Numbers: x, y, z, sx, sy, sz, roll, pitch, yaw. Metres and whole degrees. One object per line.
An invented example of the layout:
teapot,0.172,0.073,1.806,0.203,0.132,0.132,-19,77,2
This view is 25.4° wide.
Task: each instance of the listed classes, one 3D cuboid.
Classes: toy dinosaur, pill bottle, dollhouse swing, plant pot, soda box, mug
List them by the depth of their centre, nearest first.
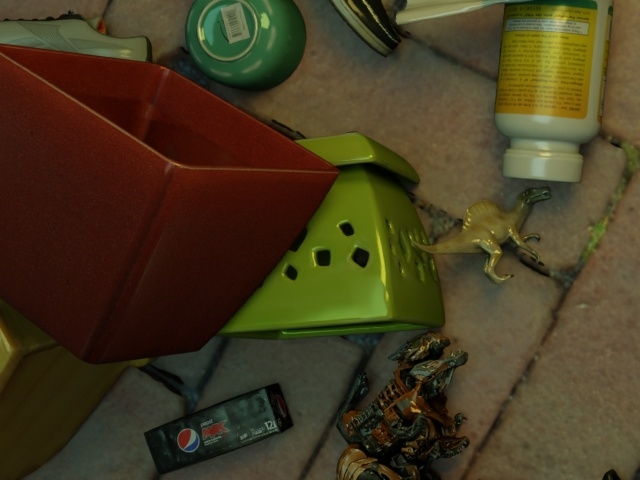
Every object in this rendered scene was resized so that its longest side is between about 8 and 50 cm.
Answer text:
plant pot,-0.190,-0.026,1.412,0.267,0.267,0.236,33,109,28
pill bottle,0.250,-0.169,1.538,0.117,0.117,0.208,6,94,17
plant pot,0.000,0.000,1.570,0.228,0.227,0.207,-6,83,19
toy dinosaur,0.184,0.003,1.577,0.183,0.053,0.092,-26,88,-23
toy dinosaur,0.097,0.270,1.609,0.218,0.164,0.322,30,120,28
dollhouse swing,-0.380,0.097,1.629,0.305,0.347,0.315,-35,82,26
mug,-0.103,-0.248,1.652,0.157,0.097,0.129,30,100,14
soda box,-0.122,0.226,1.697,0.169,0.053,0.060,-21,85,16

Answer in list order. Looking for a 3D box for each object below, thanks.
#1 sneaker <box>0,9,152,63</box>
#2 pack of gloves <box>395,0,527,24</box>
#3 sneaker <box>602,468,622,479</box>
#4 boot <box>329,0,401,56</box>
sneaker,-0.327,-0.234,1.731,0.271,0.100,0.108,18,83,12
pack of gloves,0.203,-0.301,1.510,0.232,0.195,0.046,-8,117,18
sneaker,0.411,0.300,1.523,0.232,0.081,0.090,2,100,18
boot,0.072,-0.347,1.604,0.178,0.085,0.236,-32,82,13
